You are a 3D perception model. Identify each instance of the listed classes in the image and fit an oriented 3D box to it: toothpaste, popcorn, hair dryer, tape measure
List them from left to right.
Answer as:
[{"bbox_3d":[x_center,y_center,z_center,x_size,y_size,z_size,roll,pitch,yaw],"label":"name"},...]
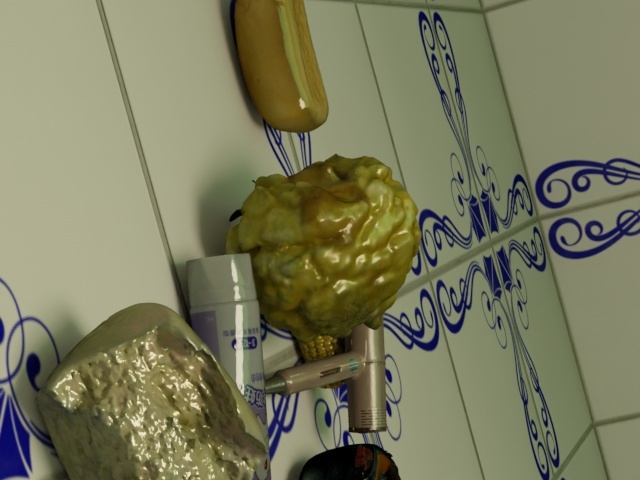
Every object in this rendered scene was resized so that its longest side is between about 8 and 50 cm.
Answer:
[{"bbox_3d":[-0.096,0.202,1.813,0.125,0.080,0.371,2,81,-73],"label":"toothpaste"},{"bbox_3d":[-0.005,0.146,2.017,0.220,0.053,0.195,6,79,-41],"label":"hair dryer"},{"bbox_3d":[-0.003,0.000,1.943,0.225,0.249,0.249,42,-10,46],"label":"popcorn"},{"bbox_3d":[0.050,0.360,1.977,0.223,0.135,0.202,-88,155,-43],"label":"tape measure"}]

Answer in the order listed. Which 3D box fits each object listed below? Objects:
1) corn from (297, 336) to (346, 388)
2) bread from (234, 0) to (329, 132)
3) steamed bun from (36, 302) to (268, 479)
[{"bbox_3d":[-0.007,0.101,2.102,0.072,0.072,0.203,-48,121,-67],"label":"corn"},{"bbox_3d":[-0.059,-0.250,2.167,0.147,0.098,0.217,-7,85,-71],"label":"bread"},{"bbox_3d":[-0.154,0.175,1.509,0.225,0.170,0.200,62,28,-30],"label":"steamed bun"}]
